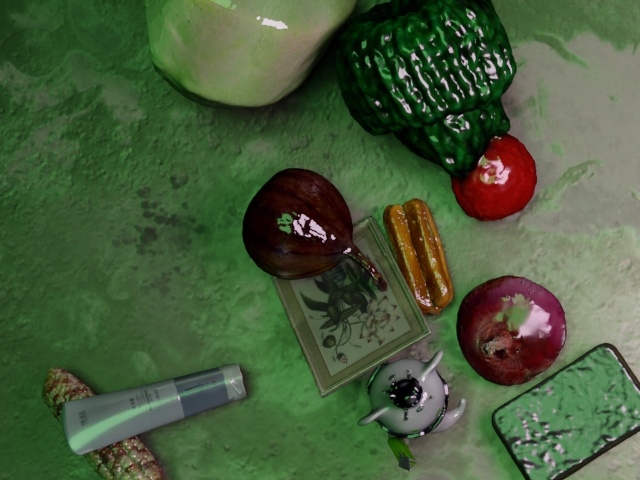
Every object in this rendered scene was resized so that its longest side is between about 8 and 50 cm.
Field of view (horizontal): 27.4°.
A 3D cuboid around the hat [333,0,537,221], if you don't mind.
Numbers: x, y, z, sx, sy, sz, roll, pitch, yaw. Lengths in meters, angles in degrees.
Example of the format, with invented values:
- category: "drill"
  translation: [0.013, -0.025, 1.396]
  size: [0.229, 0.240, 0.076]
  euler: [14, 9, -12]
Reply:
- category: "hat"
  translation: [0.164, -0.168, 1.748]
  size: [0.242, 0.274, 0.332]
  euler: [-23, 105, 19]

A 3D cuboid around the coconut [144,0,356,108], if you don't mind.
- category: "coconut"
  translation: [-0.101, -0.343, 1.770]
  size: [0.281, 0.328, 0.328]
  euler: [31, 89, -5]

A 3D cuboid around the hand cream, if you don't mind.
- category: "hand cream"
  translation: [-0.231, 0.226, 1.816]
  size: [0.255, 0.048, 0.079]
  euler: [-16, 59, -6]

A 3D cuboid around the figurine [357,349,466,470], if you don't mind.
- category: "figurine"
  translation: [0.116, 0.205, 1.701]
  size: [0.126, 0.192, 0.147]
  euler: [41, 88, 11]

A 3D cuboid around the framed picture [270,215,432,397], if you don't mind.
- category: "framed picture"
  translation: [0.038, 0.086, 1.777]
  size: [0.173, 0.010, 0.231]
  euler: [-32, 47, 6]

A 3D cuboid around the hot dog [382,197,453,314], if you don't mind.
- category: "hot dog"
  translation: [0.135, 0.023, 1.802]
  size: [0.071, 0.045, 0.165]
  euler: [-18, 78, 8]

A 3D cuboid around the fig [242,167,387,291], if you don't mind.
- category: "fig"
  translation: [-0.024, -0.015, 1.772]
  size: [0.149, 0.202, 0.148]
  euler: [-14, 115, -27]

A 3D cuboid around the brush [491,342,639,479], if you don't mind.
- category: "brush"
  translation: [0.329, 0.230, 1.717]
  size: [0.197, 0.059, 0.123]
  euler: [-34, 74, 6]

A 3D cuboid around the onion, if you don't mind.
- category: "onion"
  translation: [0.238, 0.120, 1.714]
  size: [0.150, 0.140, 0.150]
  euler: [1, 92, 26]

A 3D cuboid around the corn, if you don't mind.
- category: "corn"
  translation: [-0.312, 0.276, 1.850]
  size: [0.237, 0.079, 0.079]
  euler: [44, 92, 16]
